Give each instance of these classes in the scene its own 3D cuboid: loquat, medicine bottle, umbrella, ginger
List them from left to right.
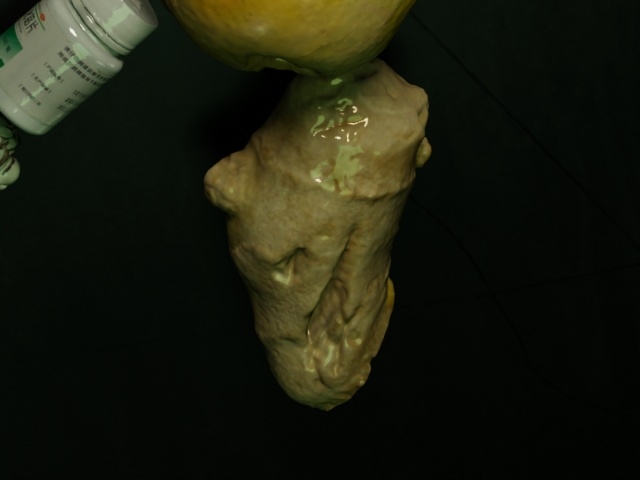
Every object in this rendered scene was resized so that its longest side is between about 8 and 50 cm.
[{"bbox_3d":[-0.285,-0.096,1.362,0.067,0.062,0.143,-49,123,-17],"label":"umbrella"},{"bbox_3d":[-0.193,-0.148,1.333,0.130,0.080,0.080,-39,127,14],"label":"medicine bottle"},{"bbox_3d":[-0.014,-0.220,1.256,0.213,0.213,0.213,-8,128,-10],"label":"loquat"},{"bbox_3d":[0.000,0.000,1.470,0.189,0.126,0.354,-11,127,-14],"label":"ginger"}]
